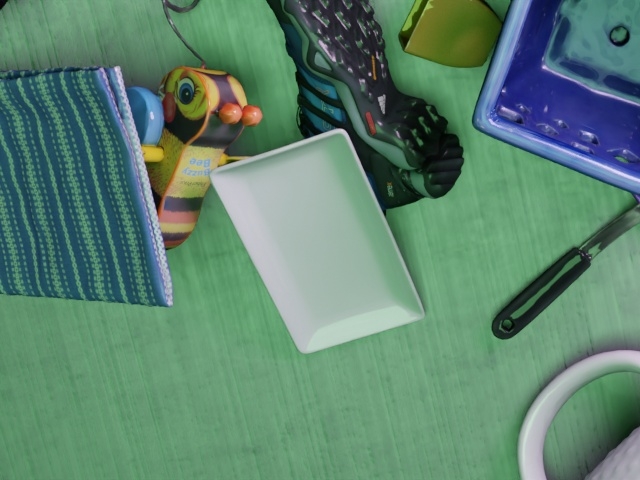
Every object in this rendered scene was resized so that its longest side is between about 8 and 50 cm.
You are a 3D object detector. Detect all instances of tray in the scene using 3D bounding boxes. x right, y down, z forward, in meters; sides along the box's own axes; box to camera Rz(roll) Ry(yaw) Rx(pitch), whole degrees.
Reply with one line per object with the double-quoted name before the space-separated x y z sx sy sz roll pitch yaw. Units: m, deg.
"tray" 0.000 0.000 1.858 0.145 0.030 0.270 -18 129 9

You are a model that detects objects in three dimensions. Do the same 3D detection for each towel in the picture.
"towel" -0.281 -0.052 1.815 0.336 0.040 0.243 2 110 48

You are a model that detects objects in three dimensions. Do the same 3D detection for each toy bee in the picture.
"toy bee" -0.139 -0.111 1.811 0.195 0.162 0.298 -22 124 -33

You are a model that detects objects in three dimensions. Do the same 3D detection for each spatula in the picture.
"spatula" 0.290 0.002 1.879 0.296 0.030 0.084 -43 97 13

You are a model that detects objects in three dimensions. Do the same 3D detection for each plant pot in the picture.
"plant pot" 0.134 -0.215 1.818 0.083 0.081 0.081 24 105 -10
"plant pot" 0.287 -0.190 1.738 0.236 0.212 0.236 20 105 0

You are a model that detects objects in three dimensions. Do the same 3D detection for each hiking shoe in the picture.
"hiking shoe" 0.009 -0.152 1.817 0.132 0.113 0.304 -25 103 38

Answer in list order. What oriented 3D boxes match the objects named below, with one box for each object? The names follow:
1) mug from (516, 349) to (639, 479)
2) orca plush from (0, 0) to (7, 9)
"mug" 0.351 0.284 1.845 0.328 0.276 0.374 -43 66 21
"orca plush" -0.442 -0.226 1.860 0.287 0.151 0.102 -13 134 6
